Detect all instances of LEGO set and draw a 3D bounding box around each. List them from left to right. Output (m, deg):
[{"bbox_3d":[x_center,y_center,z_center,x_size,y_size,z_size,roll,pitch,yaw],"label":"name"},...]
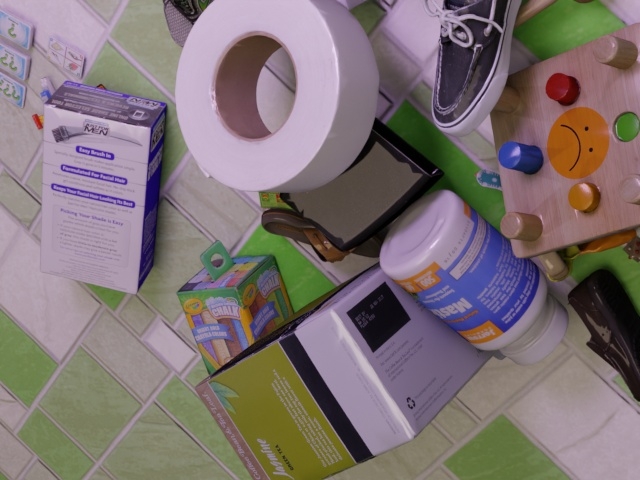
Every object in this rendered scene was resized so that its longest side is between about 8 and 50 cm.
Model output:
[{"bbox_3d":[-0.484,-0.270,2.085,0.244,0.060,0.182,30,131,12],"label":"LEGO set"}]

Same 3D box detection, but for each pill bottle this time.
[{"bbox_3d":[0.228,0.063,1.727,0.272,0.152,0.152,39,132,-22],"label":"pill bottle"}]

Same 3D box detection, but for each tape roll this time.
[{"bbox_3d":[-0.063,-0.205,1.639,0.286,0.100,0.286,1,92,35],"label":"tape roll"}]

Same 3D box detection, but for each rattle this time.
[{"bbox_3d":[0.329,-0.053,1.716,0.143,0.130,0.199,-38,68,29],"label":"rattle"}]

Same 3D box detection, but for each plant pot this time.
[{"bbox_3d":[0.050,-0.089,1.748,0.188,0.187,0.167,38,102,7],"label":"plant pot"}]

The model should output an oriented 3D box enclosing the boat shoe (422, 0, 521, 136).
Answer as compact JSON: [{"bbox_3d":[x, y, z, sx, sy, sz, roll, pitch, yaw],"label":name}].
[{"bbox_3d":[0.196,-0.290,1.557,0.113,0.105,0.306,31,104,47],"label":"boat shoe"}]

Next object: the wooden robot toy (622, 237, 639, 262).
[{"bbox_3d":[0.495,0.049,1.665,0.173,0.079,0.076,21,124,20],"label":"wooden robot toy"}]

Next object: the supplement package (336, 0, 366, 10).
[{"bbox_3d":[-0.026,-0.368,1.728,0.179,0.105,0.105,-11,108,34],"label":"supplement package"}]

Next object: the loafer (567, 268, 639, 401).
[{"bbox_3d":[0.436,0.145,1.762,0.078,0.080,0.220,-23,97,47],"label":"loafer"}]

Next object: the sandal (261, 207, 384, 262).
[{"bbox_3d":[0.000,0.000,1.917,0.219,0.060,0.090,13,154,17],"label":"sandal"}]

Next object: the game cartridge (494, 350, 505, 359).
[{"bbox_3d":[0.271,0.148,1.892,0.083,0.017,0.056,46,133,1],"label":"game cartridge"}]

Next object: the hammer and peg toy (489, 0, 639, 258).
[{"bbox_3d":[0.329,-0.175,1.583,0.266,0.127,0.361,-20,73,42],"label":"hammer and peg toy"}]

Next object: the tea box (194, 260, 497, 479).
[{"bbox_3d":[0.050,0.188,1.834,0.323,0.329,0.220,-31,92,39],"label":"tea box"}]

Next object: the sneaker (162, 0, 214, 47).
[{"bbox_3d":[-0.205,-0.395,1.754,0.134,0.146,0.343,31,153,12],"label":"sneaker"}]

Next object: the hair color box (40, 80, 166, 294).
[{"bbox_3d":[-0.376,-0.087,2.063,0.185,0.110,0.339,13,124,4],"label":"hair color box"}]

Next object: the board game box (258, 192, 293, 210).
[{"bbox_3d":[-0.015,-0.094,1.910,0.181,0.043,0.092,6,117,28],"label":"board game box"}]

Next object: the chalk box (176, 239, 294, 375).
[{"bbox_3d":[-0.142,0.105,2.038,0.132,0.132,0.213,-5,114,33],"label":"chalk box"}]
